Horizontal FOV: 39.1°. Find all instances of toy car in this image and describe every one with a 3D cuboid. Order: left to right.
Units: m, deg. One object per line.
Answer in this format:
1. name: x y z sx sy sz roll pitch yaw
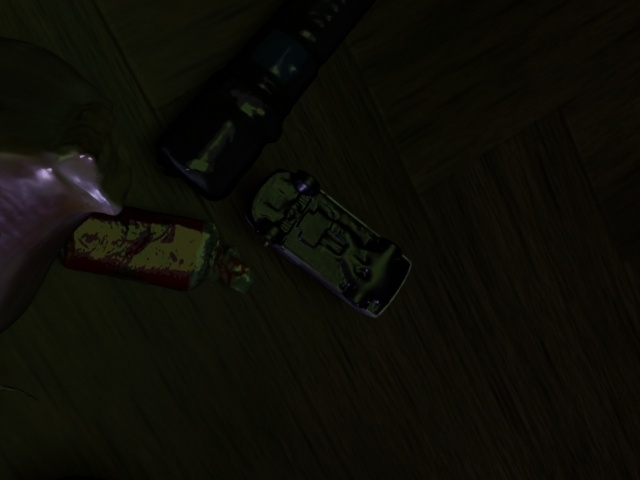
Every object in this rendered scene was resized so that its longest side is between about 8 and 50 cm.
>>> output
1. toy car: 0.000 0.000 1.048 0.210 0.108 0.089 37 82 -18

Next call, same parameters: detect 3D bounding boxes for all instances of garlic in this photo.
1. garlic: -0.336 -0.035 0.860 0.246 0.231 0.340 15 128 -23

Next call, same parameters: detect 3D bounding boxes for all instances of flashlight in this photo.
1. flashlight: -0.027 -0.229 1.025 0.103 0.103 0.424 42 76 -21

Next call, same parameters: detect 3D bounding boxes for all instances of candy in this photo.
1. candy: -0.200 0.003 0.982 0.292 0.059 0.086 12 91 -23

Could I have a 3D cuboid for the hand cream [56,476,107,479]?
1. hand cream: -0.250 0.372 0.945 0.230 0.149 0.230 -1 93 -25
